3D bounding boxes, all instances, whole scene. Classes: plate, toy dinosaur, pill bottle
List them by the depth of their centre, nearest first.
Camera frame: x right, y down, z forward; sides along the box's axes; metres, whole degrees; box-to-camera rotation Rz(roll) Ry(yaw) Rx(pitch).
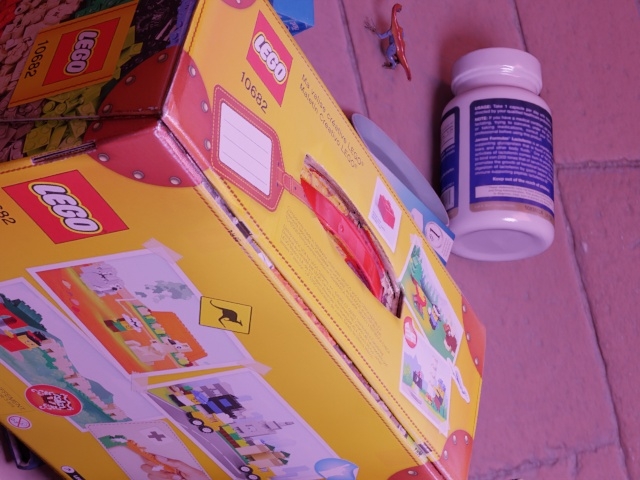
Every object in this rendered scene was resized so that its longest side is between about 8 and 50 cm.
[{"bbox_3d":[0.095,-0.084,1.832,0.188,0.024,0.188,45,16,-16],"label":"plate"},{"bbox_3d":[0.106,-0.272,1.923,0.047,0.090,0.082,-27,141,-37],"label":"toy dinosaur"},{"bbox_3d":[0.238,-0.116,1.945,0.153,0.153,0.264,21,62,-40],"label":"pill bottle"}]

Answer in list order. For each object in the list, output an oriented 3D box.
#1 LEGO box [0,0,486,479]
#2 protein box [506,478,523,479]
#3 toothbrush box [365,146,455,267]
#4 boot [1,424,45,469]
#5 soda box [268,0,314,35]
[{"bbox_3d":[-0.132,0.029,1.205,0.500,0.373,0.193,54,36,-41],"label":"LEGO box"},{"bbox_3d":[0.090,0.331,1.236,0.201,0.136,0.199,-12,85,-43],"label":"protein box"},{"bbox_3d":[0.000,0.000,1.677,0.295,0.126,0.216,42,50,-29],"label":"toothbrush box"},{"bbox_3d":[-0.272,0.124,1.393,0.086,0.069,0.190,-10,84,-53],"label":"boot"},{"bbox_3d":[-0.057,-0.359,1.785,0.071,0.067,0.210,14,67,-42],"label":"soda box"}]
